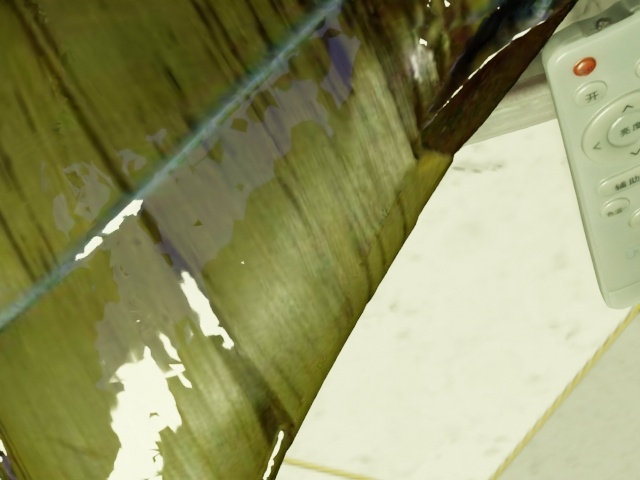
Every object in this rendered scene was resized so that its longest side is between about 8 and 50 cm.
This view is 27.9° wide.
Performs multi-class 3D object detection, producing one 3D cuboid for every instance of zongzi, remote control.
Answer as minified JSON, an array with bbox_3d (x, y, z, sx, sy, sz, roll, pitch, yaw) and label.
[{"bbox_3d":[0.000,0.000,0.407,0.286,0.138,0.300,-22,98,3],"label":"zongzi"},{"bbox_3d":[0.123,-0.031,0.518,0.050,0.027,0.184,-26,143,2],"label":"remote control"}]

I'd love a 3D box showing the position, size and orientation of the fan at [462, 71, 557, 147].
[{"bbox_3d":[-0.001,-0.033,0.503,0.282,0.057,0.023,-18,121,-7],"label":"fan"}]
